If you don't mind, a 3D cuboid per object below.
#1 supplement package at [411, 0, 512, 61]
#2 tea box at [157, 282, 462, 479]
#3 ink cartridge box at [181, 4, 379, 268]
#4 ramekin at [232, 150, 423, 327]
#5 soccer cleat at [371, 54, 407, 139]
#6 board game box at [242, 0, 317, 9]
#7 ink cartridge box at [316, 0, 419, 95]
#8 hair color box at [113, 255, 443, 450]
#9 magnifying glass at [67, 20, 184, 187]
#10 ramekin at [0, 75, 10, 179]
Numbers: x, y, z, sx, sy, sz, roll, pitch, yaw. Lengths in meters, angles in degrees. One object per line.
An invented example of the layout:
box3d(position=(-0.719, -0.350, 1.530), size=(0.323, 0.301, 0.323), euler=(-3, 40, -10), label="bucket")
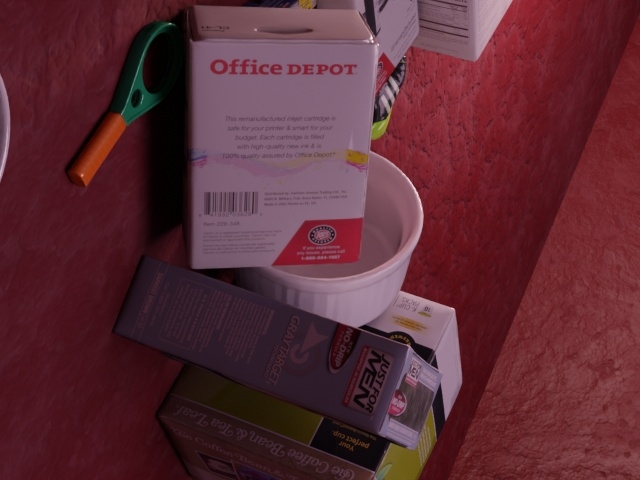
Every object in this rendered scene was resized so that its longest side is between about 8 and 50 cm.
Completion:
box3d(position=(0.189, -0.460, 1.938), size=(0.199, 0.198, 0.262), euler=(-58, 154, -31), label="supplement package")
box3d(position=(-0.003, 0.230, 1.813), size=(0.323, 0.329, 0.220), euler=(-59, 155, -28), label="tea box")
box3d(position=(-0.057, -0.126, 1.534), size=(0.131, 0.226, 0.306), euler=(-108, -160, -60), label="ink cartridge box")
box3d(position=(0.000, 0.000, 1.741), size=(0.277, 0.277, 0.135), euler=(-54, 158, -39), label="ramekin")
box3d(position=(0.098, -0.255, 2.067), size=(0.072, 0.060, 0.179), euler=(1, 105, -54), label="soccer cleat")
box3d(position=(-0.072, -0.228, 1.671), size=(0.194, 0.060, 0.194), euler=(-49, 150, -45), label="board game box")
box3d(position=(0.049, -0.362, 1.788), size=(0.197, 0.114, 0.273), euler=(-57, 152, -34), label="ink cartridge box")
box3d(position=(-0.051, 0.143, 1.569), size=(0.113, 0.374, 0.185), euler=(-69, 158, -9), label="hair color box")
box3d(position=(-0.221, -0.158, 1.417), size=(0.092, 0.026, 0.231), euler=(74, 37, -55), label="magnifying glass")
box3d(position=(-0.363, -0.082, 1.013), size=(0.207, 0.109, 0.207), euler=(-48, 147, -45), label="ramekin")
